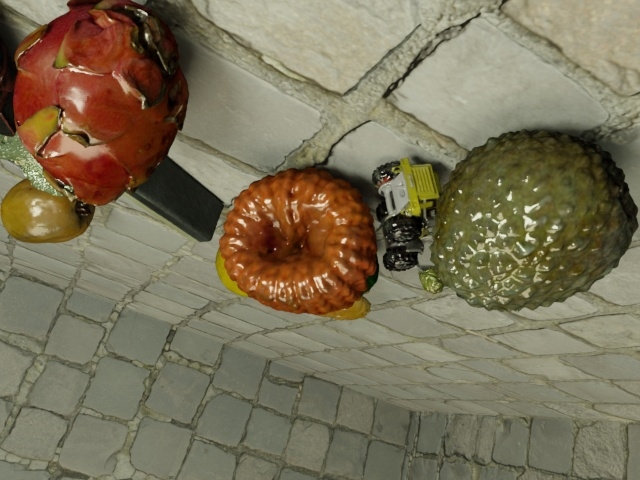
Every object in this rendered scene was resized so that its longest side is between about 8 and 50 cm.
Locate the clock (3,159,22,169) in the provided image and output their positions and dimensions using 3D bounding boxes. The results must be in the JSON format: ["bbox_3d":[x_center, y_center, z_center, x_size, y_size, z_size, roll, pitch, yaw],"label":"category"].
[{"bbox_3d":[-0.631,-0.218,1.071,0.144,0.073,0.193,-4,150,37],"label":"clock"}]

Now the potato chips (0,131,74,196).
[{"bbox_3d":[-0.526,-0.169,1.021,0.228,0.167,0.059,35,-167,-34],"label":"potato chips"}]

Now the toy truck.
[{"bbox_3d":[0.155,-0.032,0.926,0.111,0.136,0.286,-8,155,3],"label":"toy truck"}]

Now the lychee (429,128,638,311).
[{"bbox_3d":[0.282,-0.023,0.720,0.255,0.274,0.255,42,169,11],"label":"lychee"}]

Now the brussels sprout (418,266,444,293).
[{"bbox_3d":[0.275,0.098,1.234,0.085,0.058,0.085,-2,154,-1],"label":"brussels sprout"}]

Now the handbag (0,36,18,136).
[{"bbox_3d":[-0.567,-0.267,0.814,0.169,0.155,0.215,11,159,-6],"label":"handbag"}]

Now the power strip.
[{"bbox_3d":[-0.313,-0.091,1.112,0.070,0.105,0.256,0,152,36],"label":"power strip"}]

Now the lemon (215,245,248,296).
[{"bbox_3d":[-0.164,0.049,1.248,0.173,0.174,0.206,17,164,-3],"label":"lemon"}]

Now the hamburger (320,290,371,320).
[{"bbox_3d":[0.006,0.135,1.397,0.261,0.124,0.131,6,155,20],"label":"hamburger"}]

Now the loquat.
[{"bbox_3d":[-0.667,-0.077,1.290,0.234,0.176,0.187,-11,-169,15],"label":"loquat"}]

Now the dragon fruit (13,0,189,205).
[{"bbox_3d":[-0.305,-0.189,0.734,0.250,0.250,0.315,18,159,-4],"label":"dragon fruit"}]

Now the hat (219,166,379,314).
[{"bbox_3d":[0.000,0.000,1.050,0.285,0.285,0.400,8,-177,17],"label":"hat"}]
